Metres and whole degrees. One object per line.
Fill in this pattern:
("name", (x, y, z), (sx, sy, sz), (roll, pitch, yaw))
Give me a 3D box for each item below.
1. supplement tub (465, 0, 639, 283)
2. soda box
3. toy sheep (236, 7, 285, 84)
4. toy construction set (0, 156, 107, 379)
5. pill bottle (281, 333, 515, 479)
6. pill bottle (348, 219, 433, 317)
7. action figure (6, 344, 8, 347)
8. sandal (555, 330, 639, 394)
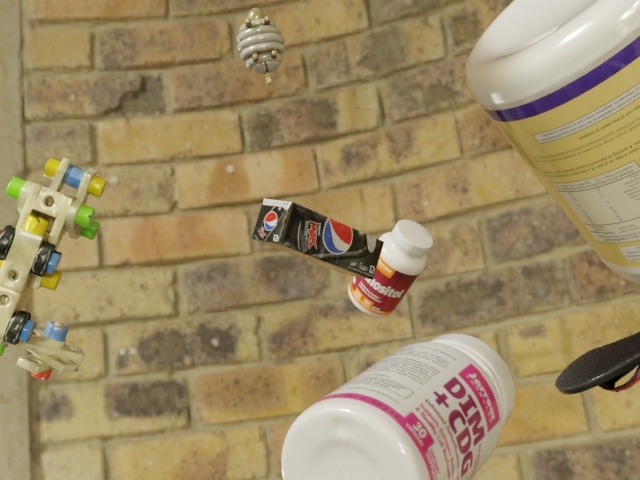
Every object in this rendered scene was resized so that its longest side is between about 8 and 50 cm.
("supplement tub", (0.325, -0.108, 0.828), (0.241, 0.241, 0.331), (-24, -66, 44))
("soda box", (0.000, 0.000, 1.064), (0.169, 0.053, 0.060), (22, -8, -42))
("toy sheep", (-0.100, -0.328, 1.458), (0.091, 0.132, 0.091), (-7, -3, 0))
("toy construction set", (-0.404, 0.046, 1.230), (0.151, 0.328, 0.215), (8, 6, -6))
("pill bottle", (0.098, 0.202, 0.926), (0.160, 0.160, 0.283), (-19, 1, 34))
("pill bottle", (0.112, 0.043, 1.363), (0.086, 0.086, 0.152), (4, -49, -34))
("action figure", (-0.577, 0.179, 1.319), (0.185, 0.285, 0.099), (2, -37, -3))
("sandal", (0.337, 0.131, 0.926), (0.179, 0.040, 0.067), (-30, 13, 24))
